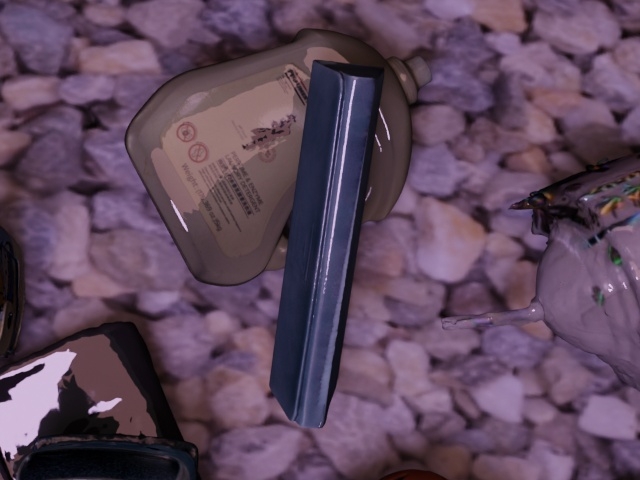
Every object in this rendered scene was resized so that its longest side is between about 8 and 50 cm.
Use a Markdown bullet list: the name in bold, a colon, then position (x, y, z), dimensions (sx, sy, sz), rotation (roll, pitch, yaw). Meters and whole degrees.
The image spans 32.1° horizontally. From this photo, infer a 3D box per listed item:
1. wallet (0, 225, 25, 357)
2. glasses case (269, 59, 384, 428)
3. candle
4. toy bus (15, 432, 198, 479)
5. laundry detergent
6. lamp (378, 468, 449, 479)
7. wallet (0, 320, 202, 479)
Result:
- **wallet**: position (-0.254, 0.034, 0.847), dimensions (0.039, 0.155, 0.110), rotation (-2, 81, -5)
- **glasses case**: position (0.000, 0.000, 0.850), dimensions (0.056, 0.105, 0.266), rotation (9, 104, 6)
- **candle**: position (0.261, 0.020, 0.878), dimensions (0.330, 0.187, 0.187), rotation (-22, 83, -5)
- **toy bus**: position (-0.152, 0.270, 0.748), dimensions (0.133, 0.165, 0.271), rotation (3, 81, -3)
- **laundry detergent**: position (-0.020, -0.082, 0.916), dimensions (0.253, 0.091, 0.181), rotation (-28, 92, -9)
- **lamp**: position (0.067, 0.266, 0.828), dimensions (0.187, 0.164, 0.188), rotation (1, 83, -5)
- **wallet**: position (-0.167, 0.286, 0.858), dimensions (0.228, 0.062, 0.406), rotation (-25, 83, -8)
